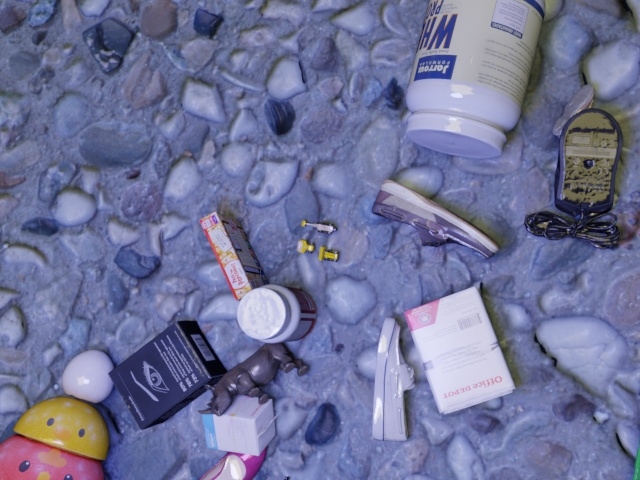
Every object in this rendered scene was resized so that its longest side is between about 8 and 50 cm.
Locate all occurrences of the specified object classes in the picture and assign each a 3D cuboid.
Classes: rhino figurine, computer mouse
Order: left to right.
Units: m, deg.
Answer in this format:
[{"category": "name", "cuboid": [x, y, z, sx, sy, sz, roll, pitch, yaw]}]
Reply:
[{"category": "rhino figurine", "cuboid": [-0.155, 0.300, 1.477, 0.243, 0.073, 0.106, -31, 44, -20]}, {"category": "computer mouse", "cuboid": [0.528, -0.130, 1.408, 0.188, 0.072, 0.272, 10, 98, 13]}]

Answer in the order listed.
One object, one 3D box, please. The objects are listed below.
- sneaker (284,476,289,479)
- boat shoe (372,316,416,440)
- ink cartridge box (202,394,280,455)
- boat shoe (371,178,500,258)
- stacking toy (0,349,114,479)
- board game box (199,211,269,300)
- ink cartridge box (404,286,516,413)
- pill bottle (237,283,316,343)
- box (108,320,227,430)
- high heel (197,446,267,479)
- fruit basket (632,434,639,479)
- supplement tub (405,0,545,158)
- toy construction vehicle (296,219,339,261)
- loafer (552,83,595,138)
[{"category": "sneaker", "cuboid": [0.002, 0.580, 1.446, 0.223, 0.083, 0.098, 20, 84, 16]}, {"category": "boat shoe", "cuboid": [0.158, 0.289, 1.443, 0.084, 0.095, 0.258, 4, 95, 10]}, {"category": "ink cartridge box", "cuboid": [-0.164, 0.393, 1.481, 0.143, 0.092, 0.090, 3, 108, 21]}, {"category": "boat shoe", "cuboid": [0.236, -0.029, 1.452, 0.285, 0.103, 0.092, 32, 97, 19]}, {"category": "stacking toy", "cuboid": [-0.590, 0.468, 1.527, 0.350, 0.350, 0.480, 10, 70, 15]}, {"category": "board game box", "cuboid": [-0.181, 0.039, 1.520, 0.045, 0.147, 0.194, -28, 77, 9]}, {"category": "ink cartridge box", "cuboid": [0.284, 0.223, 1.410, 0.158, 0.092, 0.218, -21, 77, 11]}, {"category": "pill bottle", "cuboid": [-0.090, 0.153, 1.444, 0.121, 0.221, 0.121, -2, 83, 14]}, {"category": "box", "cuboid": [-0.339, 0.298, 1.548, 0.207, 0.108, 0.153, -36, 77, 8]}, {"category": "high heel", "cuboid": [-0.219, 0.515, 1.488, 0.244, 0.117, 0.082, -38, 76, 7]}, {"category": "fruit basket", "cuboid": [0.749, 0.460, 1.228, 0.353, 0.165, 0.327, 10, 91, 8]}, {"category": "supplement tub", "cuboid": [0.305, -0.348, 1.397, 0.235, 0.235, 0.325, 13, 87, 15]}, {"category": "toy construction vehicle", "cuboid": [0.000, 0.000, 1.541, 0.098, 0.035, 0.086, 8, 97, 17]}, {"category": "loafer", "cuboid": [0.530, -0.263, 1.438, 0.125, 0.039, 0.045, -56, 31, 2]}]
